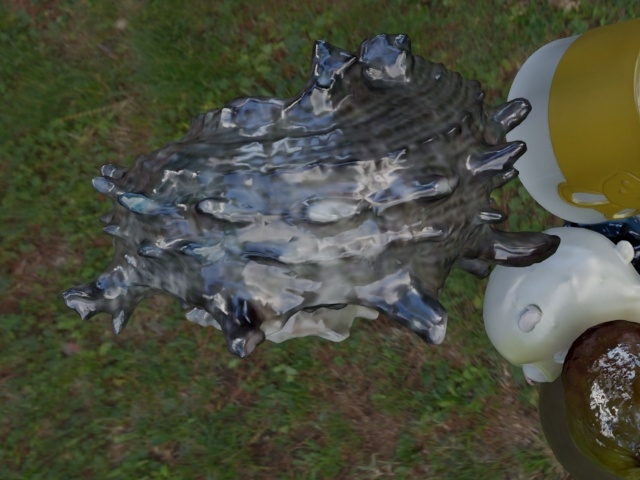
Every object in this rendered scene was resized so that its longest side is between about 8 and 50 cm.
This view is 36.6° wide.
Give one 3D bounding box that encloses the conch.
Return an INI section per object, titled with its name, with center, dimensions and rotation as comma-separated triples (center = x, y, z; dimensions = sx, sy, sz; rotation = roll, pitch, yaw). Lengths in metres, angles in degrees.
[conch]
center = -0.003, -0.007, 0.622
dimensions = 0.313, 0.240, 0.186
rotation = -19, 83, -4

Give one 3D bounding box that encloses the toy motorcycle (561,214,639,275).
[toy motorcycle]
center = 0.493, -0.060, 1.531
dimensions = 0.232, 0.172, 0.416
rotation = 5, 52, 7

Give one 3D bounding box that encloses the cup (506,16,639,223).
[cup]
center = 0.322, -0.108, 0.873
dimensions = 0.241, 0.226, 0.185
rotation = 18, 79, -20

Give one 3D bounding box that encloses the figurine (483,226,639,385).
[figurine]
center = 0.399, 0.144, 1.226
dimensions = 0.394, 0.226, 0.274
rotation = 51, 127, 6

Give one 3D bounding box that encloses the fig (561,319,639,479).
[fig]
center = 0.342, 0.203, 1.035
dimensions = 0.146, 0.274, 0.170
rotation = -18, 111, 12

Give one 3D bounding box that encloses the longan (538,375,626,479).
[longan]
center = 0.495, 0.253, 1.487
dimensions = 0.319, 0.319, 0.319
rotation = -3, 77, 14
